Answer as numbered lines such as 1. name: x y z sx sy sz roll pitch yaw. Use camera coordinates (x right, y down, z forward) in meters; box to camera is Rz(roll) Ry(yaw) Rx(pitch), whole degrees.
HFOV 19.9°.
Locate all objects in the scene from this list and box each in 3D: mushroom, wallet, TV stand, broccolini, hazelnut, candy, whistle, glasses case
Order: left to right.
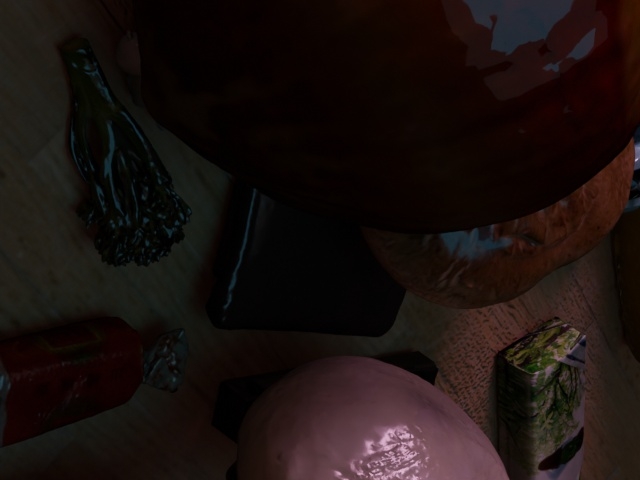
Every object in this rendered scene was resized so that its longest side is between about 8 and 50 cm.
1. candy: -0.220 0.114 1.492 0.292 0.059 0.086 -12 121 -41
2. broccolini: -0.159 -0.073 1.449 0.068 0.091 0.202 -75 157 -63
3. whistle: -0.137 -0.128 1.443 0.035 0.035 0.100 -39 138 -21
4. wallet: 0.000 0.000 1.649 0.229 0.049 0.182 4 106 -45
5. TV stand: 0.010 0.148 1.755 0.256 0.040 0.049 -6 118 -43
6. candy: 0.059 0.214 1.605 0.295 0.295 0.185 7 125 -47
7. hazelnut: 0.069 -0.188 1.347 0.402 0.402 0.429 -45 141 -14
8. mushroom: 0.154 -0.067 1.631 0.278 0.146 0.278 -1 93 -25
9. glasses case: 0.249 0.222 2.025 0.095 0.062 0.272 -29 132 -29

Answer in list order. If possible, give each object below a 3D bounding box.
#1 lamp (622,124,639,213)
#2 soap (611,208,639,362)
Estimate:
1. lamp: 0.305 -0.158 1.774 0.209 0.147 0.284 -16 111 -27
2. soap: 0.457 0.033 1.931 0.169 0.304 0.338 -39 136 -25
